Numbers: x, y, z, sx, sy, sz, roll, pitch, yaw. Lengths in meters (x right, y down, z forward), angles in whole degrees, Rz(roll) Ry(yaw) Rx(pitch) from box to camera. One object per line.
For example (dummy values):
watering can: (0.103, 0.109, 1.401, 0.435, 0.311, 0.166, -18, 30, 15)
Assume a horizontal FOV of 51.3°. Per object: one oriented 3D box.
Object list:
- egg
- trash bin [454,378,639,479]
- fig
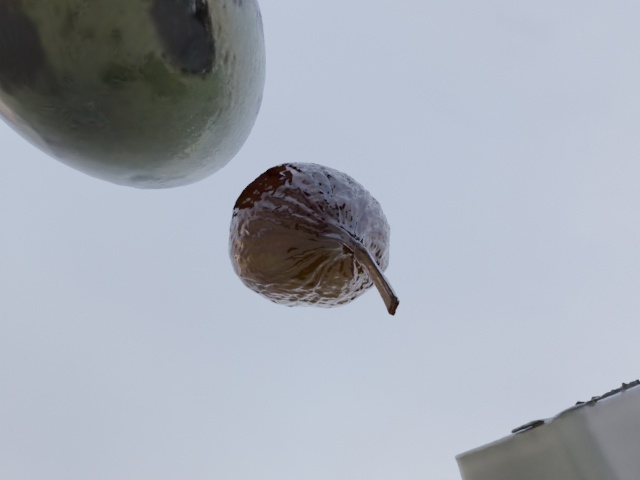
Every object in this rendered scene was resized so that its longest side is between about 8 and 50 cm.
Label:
egg: (-0.239, -0.244, 0.801, 0.345, 0.345, 0.428, -9, -47, 20)
trash bin: (0.316, 0.328, 0.620, 0.296, 0.367, 0.256, -7, -25, -33)
fig: (0.000, 0.000, 0.547, 0.146, 0.201, 0.133, -6, -84, -11)
